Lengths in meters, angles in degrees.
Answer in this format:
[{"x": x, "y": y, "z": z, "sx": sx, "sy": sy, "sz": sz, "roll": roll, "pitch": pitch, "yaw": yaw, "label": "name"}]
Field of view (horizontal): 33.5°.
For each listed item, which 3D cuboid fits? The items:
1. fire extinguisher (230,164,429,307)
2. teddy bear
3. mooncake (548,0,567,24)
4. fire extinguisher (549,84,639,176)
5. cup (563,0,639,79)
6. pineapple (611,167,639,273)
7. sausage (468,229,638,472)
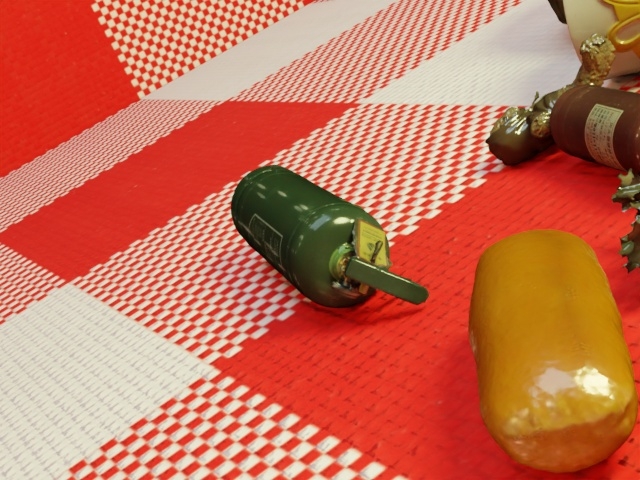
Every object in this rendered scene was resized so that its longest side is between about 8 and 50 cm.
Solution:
[{"x": 0.000, "y": 0.000, "z": 1.017, "sx": 0.095, "sy": 0.114, "sz": 0.311, "roll": -66, "pitch": 20, "yaw": 5, "label": "fire extinguisher"}, {"x": 0.245, "y": -0.131, "z": 1.077, "sx": 0.160, "sy": 0.078, "sz": 0.119, "roll": -43, "pitch": 0, "yaw": 18, "label": "teddy bear"}, {"x": 0.411, "y": -0.374, "z": 1.342, "sx": 0.290, "sy": 0.161, "sz": 0.290, "roll": -23, "pitch": 22, "yaw": 10, "label": "mooncake"}, {"x": 0.272, "y": -0.104, "z": 0.912, "sx": 0.071, "sy": 0.099, "sz": 0.231, "roll": -17, "pitch": 14, "yaw": -8, "label": "fire extinguisher"}, {"x": 0.370, "y": -0.296, "z": 1.104, "sx": 0.226, "sy": 0.241, "sz": 0.185, "roll": -3, "pitch": 28, "yaw": 33, "label": "cup"}, {"x": 0.364, "y": -0.084, "z": 0.720, "sx": 0.361, "sy": 0.175, "sz": 0.175, "roll": -33, "pitch": 14, "yaw": 31, "label": "pineapple"}, {"x": 0.145, "y": 0.061, "z": 0.688, "sx": 0.098, "sy": 0.098, "sz": 0.238, "roll": -20, "pitch": 23, "yaw": 15, "label": "sausage"}]
